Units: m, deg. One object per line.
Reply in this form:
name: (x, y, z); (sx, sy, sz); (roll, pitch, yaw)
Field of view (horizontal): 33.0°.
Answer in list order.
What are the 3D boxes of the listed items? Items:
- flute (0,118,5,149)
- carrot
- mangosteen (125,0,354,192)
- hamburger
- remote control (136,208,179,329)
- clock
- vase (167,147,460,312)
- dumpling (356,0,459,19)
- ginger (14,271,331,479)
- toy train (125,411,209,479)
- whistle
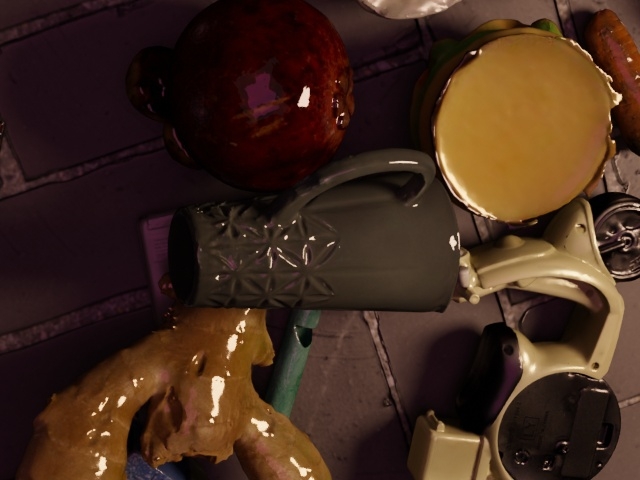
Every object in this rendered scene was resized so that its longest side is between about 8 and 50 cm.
flute: (-0.392, -0.007, 1.236); (0.014, 0.014, 0.269); (13, 99, -8)
carrot: (0.361, -0.185, 1.268); (0.060, 0.060, 0.186); (-25, 97, -2)
mangosteen: (-0.093, -0.158, 1.155); (0.258, 0.215, 0.215); (3, 101, 15)
hamburger: (0.206, -0.141, 1.212); (0.237, 0.149, 0.237); (-3, 108, -9)
remote control: (-0.162, 0.091, 1.274); (0.067, 0.029, 0.260); (-11, 103, -8)
clock: (0.247, 0.122, 1.281); (0.277, 0.120, 0.378); (5, 100, -13)
vase: (0.000, 0.000, 1.128); (0.301, 0.156, 0.251); (-4, 140, -24)
dumpling: (0.105, -0.384, 1.170); (0.205, 0.163, 0.292); (-1, 101, -41)
ginger: (-0.156, 0.150, 1.184); (0.363, 0.122, 0.348); (0, 78, -22)
toy train: (-0.287, 0.324, 1.255); (0.202, 0.131, 0.299); (42, 94, -19)
whistle: (-0.035, 0.144, 1.290); (0.039, 0.039, 0.186); (16, 98, -9)
